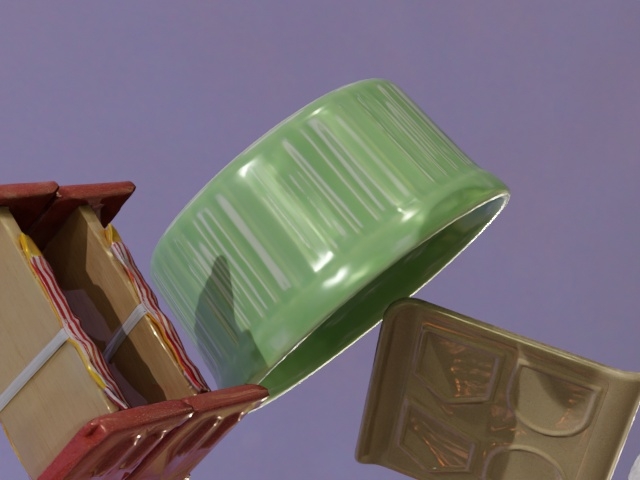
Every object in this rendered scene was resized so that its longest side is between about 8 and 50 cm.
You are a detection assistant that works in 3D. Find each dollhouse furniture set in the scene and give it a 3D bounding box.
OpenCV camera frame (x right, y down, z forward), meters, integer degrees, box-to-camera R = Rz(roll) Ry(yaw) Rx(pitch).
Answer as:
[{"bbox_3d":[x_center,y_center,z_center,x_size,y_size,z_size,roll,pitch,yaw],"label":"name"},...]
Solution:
[{"bbox_3d":[-0.239,0.145,0.990,0.374,0.201,0.152,-45,-24,30],"label":"dollhouse furniture set"}]

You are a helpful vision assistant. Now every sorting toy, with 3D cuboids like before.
[{"bbox_3d":[0.149,0.192,1.268,0.041,0.229,0.307,-63,-14,-49],"label":"sorting toy"}]

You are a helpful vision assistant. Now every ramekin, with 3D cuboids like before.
[{"bbox_3d":[0.000,0.000,1.189,0.303,0.148,0.303,-38,-10,-8],"label":"ramekin"}]

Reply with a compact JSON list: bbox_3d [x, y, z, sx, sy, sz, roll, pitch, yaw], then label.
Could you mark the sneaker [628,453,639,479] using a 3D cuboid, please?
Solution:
[{"bbox_3d":[0.283,0.208,0.735,0.101,0.268,0.153,-53,-42,5],"label":"sneaker"}]
